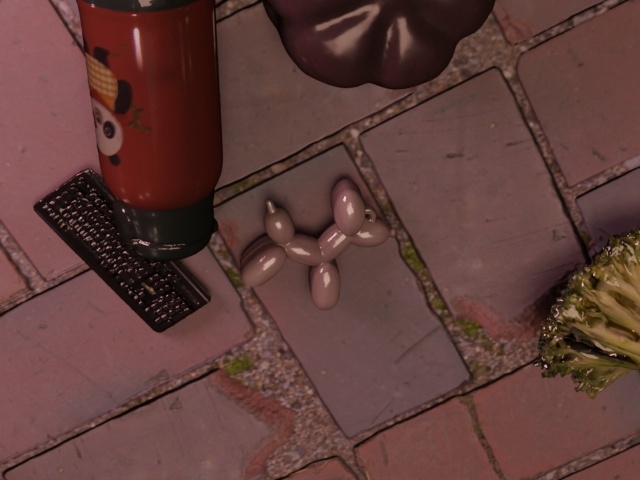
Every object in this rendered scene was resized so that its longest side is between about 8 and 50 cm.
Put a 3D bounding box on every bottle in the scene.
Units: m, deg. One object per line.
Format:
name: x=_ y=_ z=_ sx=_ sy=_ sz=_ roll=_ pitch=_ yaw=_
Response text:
bottle: x=-0.170 y=-0.136 z=1.434 sx=0.144 sy=0.144 sz=0.336 roll=-5 pitch=121 yaw=-5

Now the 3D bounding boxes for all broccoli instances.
broccoli: x=0.447 y=0.130 z=1.558 sx=0.252 sy=0.361 sz=0.221 roll=-32 pitch=134 yaw=-36

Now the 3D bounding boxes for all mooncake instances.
mooncake: x=0.058 y=-0.269 z=1.401 sx=0.245 sy=0.133 sz=0.244 roll=-6 pitch=116 yaw=-12

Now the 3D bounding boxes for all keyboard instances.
keyboard: x=-0.228 y=0.015 z=1.580 sx=0.094 sy=0.025 sz=0.230 roll=-34 pitch=118 yaw=14

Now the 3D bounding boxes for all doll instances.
doll: x=0.000 y=0.000 z=1.582 sx=0.161 sy=0.059 sz=0.160 roll=18 pitch=117 yaw=-16
